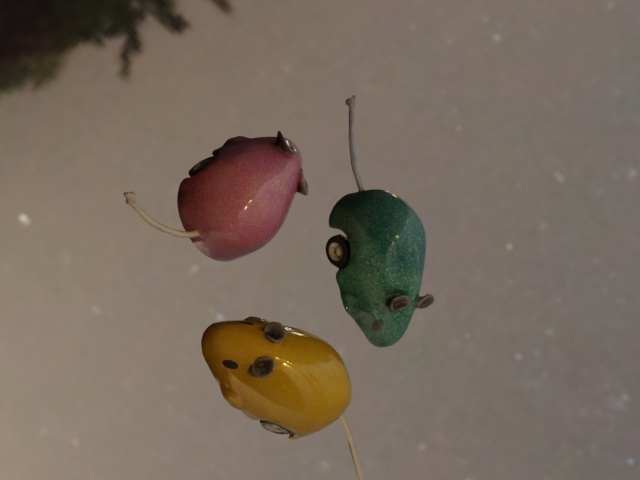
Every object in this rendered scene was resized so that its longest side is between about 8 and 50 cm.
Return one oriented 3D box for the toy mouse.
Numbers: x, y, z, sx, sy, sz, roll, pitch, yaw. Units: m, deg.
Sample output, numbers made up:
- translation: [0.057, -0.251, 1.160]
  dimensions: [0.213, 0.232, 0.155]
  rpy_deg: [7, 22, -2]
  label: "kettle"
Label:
- translation: [0.000, 0.000, 0.635]
  dimensions: [0.031, 0.161, 0.143]
  rpy_deg: [-10, -132, 48]
  label: "toy mouse"
